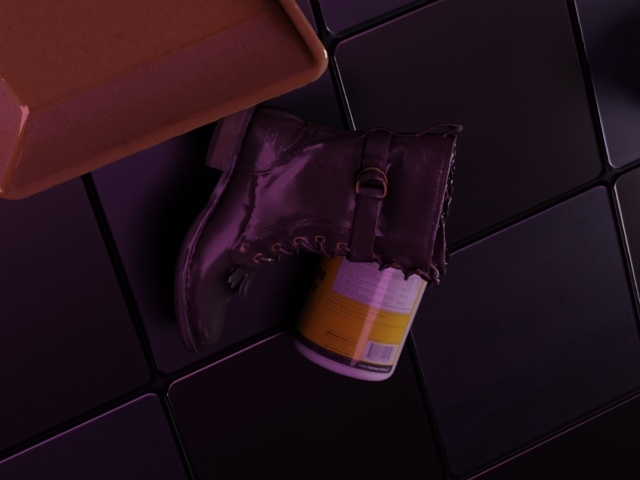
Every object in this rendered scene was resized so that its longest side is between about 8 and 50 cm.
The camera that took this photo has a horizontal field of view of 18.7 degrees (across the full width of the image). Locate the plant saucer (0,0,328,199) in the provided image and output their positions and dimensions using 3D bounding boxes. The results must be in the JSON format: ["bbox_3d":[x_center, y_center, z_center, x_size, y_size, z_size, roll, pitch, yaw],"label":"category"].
[{"bbox_3d":[-0.205,-0.223,1.545,0.332,0.081,0.333,-20,121,22],"label":"plant saucer"}]

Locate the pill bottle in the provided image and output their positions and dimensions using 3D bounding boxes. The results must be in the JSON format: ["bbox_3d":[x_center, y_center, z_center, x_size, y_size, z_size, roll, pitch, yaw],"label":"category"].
[{"bbox_3d":[0.049,0.030,1.810,0.103,0.103,0.184,14,102,-29],"label":"pill bottle"}]

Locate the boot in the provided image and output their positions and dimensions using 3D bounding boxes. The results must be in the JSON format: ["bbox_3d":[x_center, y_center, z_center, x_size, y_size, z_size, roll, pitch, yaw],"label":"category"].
[{"bbox_3d":[0.000,0.000,1.724,0.229,0.091,0.263,15,102,5],"label":"boot"}]
